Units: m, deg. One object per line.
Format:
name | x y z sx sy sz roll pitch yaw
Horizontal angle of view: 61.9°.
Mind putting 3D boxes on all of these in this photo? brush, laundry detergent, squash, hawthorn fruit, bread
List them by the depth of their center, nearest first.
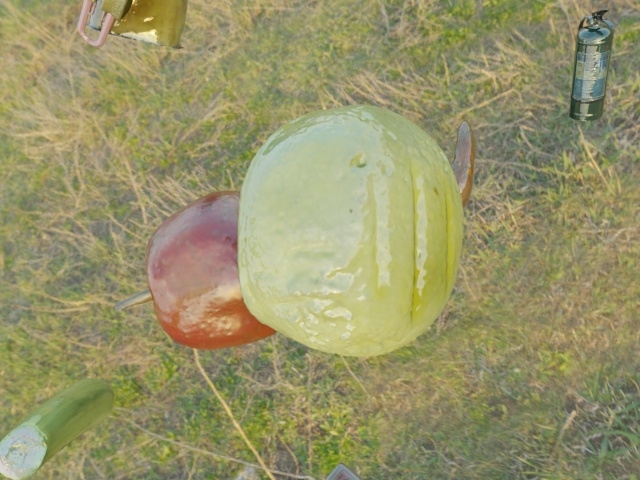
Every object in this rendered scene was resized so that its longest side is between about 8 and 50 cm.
bread | 0.047 -0.012 0.699 0.237 0.320 0.321 3 67 32
squash | -0.383 0.269 0.804 0.083 0.250 0.083 0 91 0
hawthorn fruit | -0.211 0.067 0.980 0.330 0.287 0.287 -19 51 -9
brush | -0.451 -0.483 1.100 0.233 0.103 0.047 -33 28 50
laundry detergent | 0.094 0.756 1.474 0.237 0.076 0.171 38 72 21

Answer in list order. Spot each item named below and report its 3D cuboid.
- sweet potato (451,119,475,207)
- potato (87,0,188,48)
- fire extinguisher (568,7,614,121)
sweet potato | 0.246 -0.092 0.990 0.078 0.058 0.255 -120 41 -65
potato | -0.391 -0.590 1.210 0.229 0.229 0.266 43 121 42
fire extinguisher | 0.199 -0.133 0.396 0.025 0.083 0.038 -17 38 -3
